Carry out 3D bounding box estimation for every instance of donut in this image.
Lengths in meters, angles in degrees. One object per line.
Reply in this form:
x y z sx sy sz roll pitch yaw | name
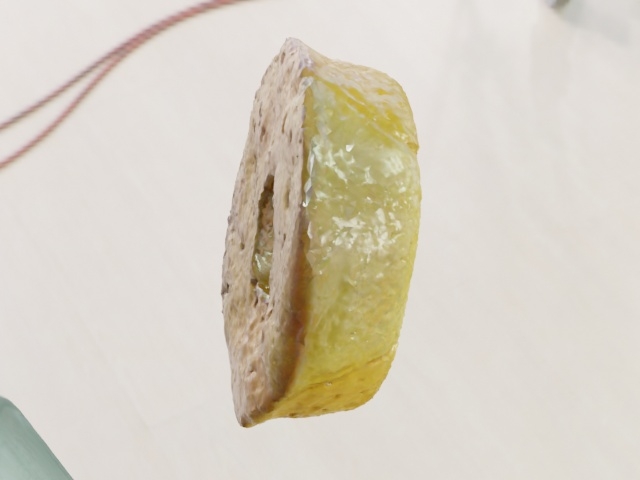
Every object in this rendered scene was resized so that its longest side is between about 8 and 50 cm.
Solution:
0.000 0.000 1.050 0.110 0.303 0.303 6 48 -12 | donut

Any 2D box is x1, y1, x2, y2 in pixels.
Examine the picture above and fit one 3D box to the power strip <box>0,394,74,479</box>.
-0.175 0.155 0.521 0.141 0.261 0.229 -35 96 0 | power strip
